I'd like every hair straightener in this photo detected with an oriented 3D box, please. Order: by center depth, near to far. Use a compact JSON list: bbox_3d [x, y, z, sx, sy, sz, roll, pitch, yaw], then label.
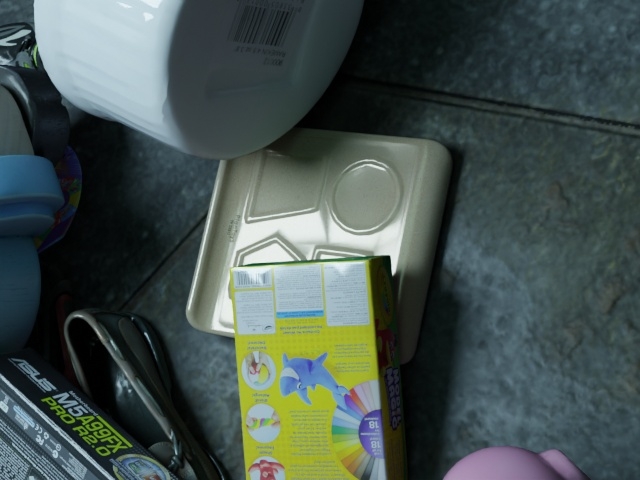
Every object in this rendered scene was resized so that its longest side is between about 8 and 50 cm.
[{"bbox_3d":[-0.259,0.118,1.309,0.089,0.047,0.230,-23,68,18],"label":"hair straightener"}]

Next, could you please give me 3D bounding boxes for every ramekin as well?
[{"bbox_3d":[-0.086,-0.201,1.180,0.135,0.277,0.277,31,91,30],"label":"ramekin"}]

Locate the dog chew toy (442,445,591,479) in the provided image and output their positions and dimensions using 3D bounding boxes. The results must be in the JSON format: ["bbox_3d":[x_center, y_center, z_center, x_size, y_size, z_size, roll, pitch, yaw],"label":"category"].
[{"bbox_3d":[0.071,0.283,1.034,0.332,0.206,0.206,-46,62,-2],"label":"dog chew toy"}]

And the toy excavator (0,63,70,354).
[{"bbox_3d":[-0.390,0.106,1.262,0.433,0.222,0.445,-23,81,26],"label":"toy excavator"}]

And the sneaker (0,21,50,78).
[{"bbox_3d":[-0.258,-0.181,1.371,0.188,0.078,0.067,13,82,28],"label":"sneaker"}]

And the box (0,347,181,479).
[{"bbox_3d":[-0.212,0.253,1.198,0.270,0.060,0.216,36,116,27],"label":"box"}]

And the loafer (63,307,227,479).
[{"bbox_3d":[-0.156,0.177,1.224,0.096,0.084,0.267,-34,65,14],"label":"loafer"}]

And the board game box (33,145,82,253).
[{"bbox_3d":[-0.303,-0.032,1.359,0.168,0.033,0.133,-32,49,15],"label":"board game box"}]

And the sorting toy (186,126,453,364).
[{"bbox_3d":[0.000,0.000,1.230,0.208,0.038,0.193,8,80,22],"label":"sorting toy"}]

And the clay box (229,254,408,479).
[{"bbox_3d":[0.000,0.126,1.161,0.127,0.053,0.222,-3,93,24],"label":"clay box"}]
